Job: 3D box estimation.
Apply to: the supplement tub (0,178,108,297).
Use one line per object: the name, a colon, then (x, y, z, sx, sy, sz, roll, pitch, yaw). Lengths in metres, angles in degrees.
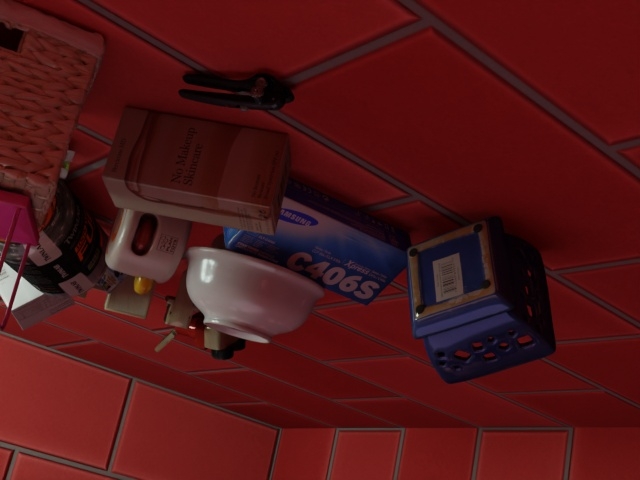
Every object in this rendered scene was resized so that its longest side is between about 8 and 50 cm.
supplement tub: (-0.600, -0.019, 2.110, 0.207, 0.207, 0.338, 8, 160, 10)

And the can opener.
can opener: (-0.136, -0.227, 1.512, 0.186, 0.059, 0.073, 6, 159, 16)

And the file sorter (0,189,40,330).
file sorter: (-0.601, 0.012, 1.476, 0.290, 0.182, 0.202, 14, 160, -7)

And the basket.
basket: (-0.548, -0.200, 1.530, 0.328, 0.266, 0.331, 18, 161, -18)

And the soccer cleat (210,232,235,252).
soccer cleat: (-0.068, 0.016, 2.073, 0.331, 0.116, 0.143, 11, 144, -2)

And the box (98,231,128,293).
box: (-0.515, 0.045, 2.313, 0.137, 0.094, 0.027, 47, -173, 1)

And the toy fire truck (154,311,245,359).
toy fire truck: (-0.303, 0.224, 2.557, 0.246, 0.158, 0.217, 10, -161, 23)

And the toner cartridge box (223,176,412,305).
toner cartridge box: (0.000, 0.000, 1.910, 0.347, 0.075, 0.165, 23, 124, -28)

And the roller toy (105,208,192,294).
roller toy: (-0.344, -0.013, 1.994, 0.146, 0.209, 0.191, 19, 139, -19)

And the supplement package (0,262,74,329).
supplement package: (-0.728, 0.087, 2.419, 0.149, 0.194, 0.203, -28, 167, -16)

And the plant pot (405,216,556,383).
plant pot: (0.289, 0.104, 1.845, 0.236, 0.236, 0.212, -20, 140, 25)

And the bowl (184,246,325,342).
bowl: (-0.150, 0.123, 1.965, 0.297, 0.134, 0.298, 16, 166, 4)

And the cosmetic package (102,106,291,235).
cosmetic package: (-0.210, -0.121, 1.706, 0.296, 0.153, 0.129, 9, 158, 5)

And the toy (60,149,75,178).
toy: (-0.601, -0.186, 1.891, 0.237, 0.056, 0.137, 14, 156, -18)

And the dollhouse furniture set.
dollhouse furniture set: (-0.473, 0.076, 2.517, 0.303, 0.174, 0.355, 16, -176, -16)
